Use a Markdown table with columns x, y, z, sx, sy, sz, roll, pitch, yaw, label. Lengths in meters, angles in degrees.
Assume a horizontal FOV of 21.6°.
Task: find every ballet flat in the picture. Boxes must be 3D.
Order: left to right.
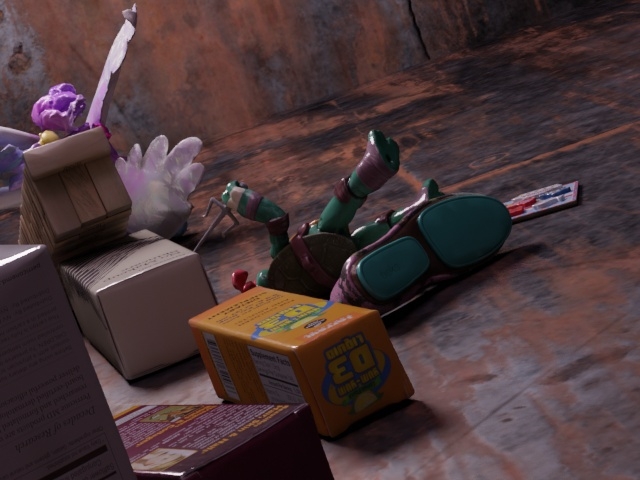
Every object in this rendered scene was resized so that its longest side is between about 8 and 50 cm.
| x | y | z | sx | sy | sz | roll | pitch | yaw | label |
| --- | --- | --- | --- | --- | --- | --- | --- | --- | --- |
| 0.082 | 0.018 | 1.520 | 0.221 | 0.077 | 0.079 | -29 | -5 | -42 | ballet flat |

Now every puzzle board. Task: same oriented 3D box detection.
| x | y | z | sx | sy | sz | roll | pitch | yaw | label |
| --- | --- | --- | --- | --- | --- | --- | --- | --- | --- |
| 0.200 | -0.034 | 1.710 | 0.128 | 0.011 | 0.096 | -16 | 11 | 13 | puzzle board |

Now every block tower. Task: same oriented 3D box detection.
| x | y | z | sx | sy | sz | roll | pitch | yaw | label |
| --- | --- | --- | --- | --- | --- | --- | --- | --- | --- |
| -0.277 | -0.011 | 1.871 | 0.091 | 0.097 | 0.335 | -22 | -15 | -17 | block tower |

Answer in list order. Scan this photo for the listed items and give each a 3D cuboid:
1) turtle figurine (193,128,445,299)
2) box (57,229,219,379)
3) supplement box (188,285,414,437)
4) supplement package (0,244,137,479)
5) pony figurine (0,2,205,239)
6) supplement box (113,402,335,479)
| x | y | z | sx | sy | sz | roll | pitch | yaw | label |
| --- | --- | --- | --- | --- | --- | --- | --- | --- | --- |
| 0.000 | 0.000 | 1.621 | 0.234 | 0.175 | 0.118 | -33 | 49 | 23 | turtle figurine |
| -0.183 | 0.059 | 1.684 | 0.113 | 0.094 | 0.275 | -22 | 10 | -15 | box |
| -0.021 | 0.089 | 1.292 | 0.078 | 0.080 | 0.233 | -26 | 14 | -21 | supplement box |
| -0.176 | 0.138 | 0.852 | 0.133 | 0.244 | 0.139 | -25 | 13 | -28 | supplement package |
| -0.315 | -0.088 | 2.142 | 0.363 | 0.303 | 0.351 | -5 | -32 | -23 | pony figurine |
| -0.089 | 0.157 | 1.048 | 0.104 | 0.081 | 0.188 | -27 | 13 | -38 | supplement box |
